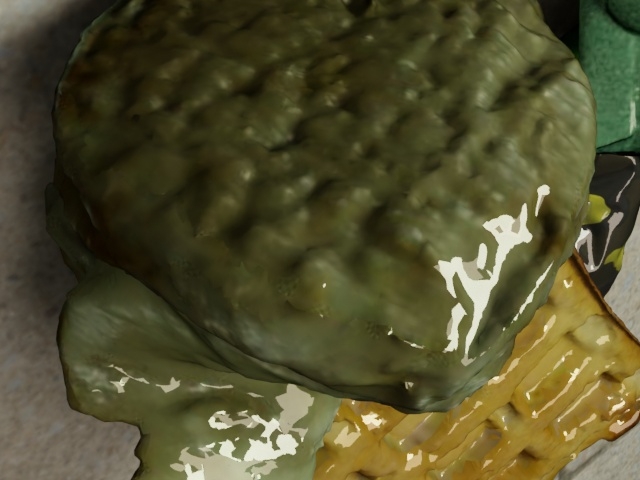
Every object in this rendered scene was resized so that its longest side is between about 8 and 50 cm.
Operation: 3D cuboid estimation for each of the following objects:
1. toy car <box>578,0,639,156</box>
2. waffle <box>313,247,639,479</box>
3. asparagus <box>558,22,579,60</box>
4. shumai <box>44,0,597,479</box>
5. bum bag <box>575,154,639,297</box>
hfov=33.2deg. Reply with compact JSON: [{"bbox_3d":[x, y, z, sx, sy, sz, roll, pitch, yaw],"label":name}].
[{"bbox_3d":[0.199,-0.197,0.526,0.097,0.141,0.320,-39,129,-66],"label":"toy car"},{"bbox_3d":[0.108,0.124,0.841,0.304,0.077,0.348,-44,136,3],"label":"waffle"},{"bbox_3d":[0.192,-0.118,0.768,0.343,0.085,0.082,-46,137,-53],"label":"asparagus"},{"bbox_3d":[0.000,0.000,0.626,0.288,0.292,0.330,87,23,-47],"label":"shumai"},{"bbox_3d":[0.236,-0.020,0.920,0.107,0.060,0.232,3,117,-35],"label":"bum bag"}]
